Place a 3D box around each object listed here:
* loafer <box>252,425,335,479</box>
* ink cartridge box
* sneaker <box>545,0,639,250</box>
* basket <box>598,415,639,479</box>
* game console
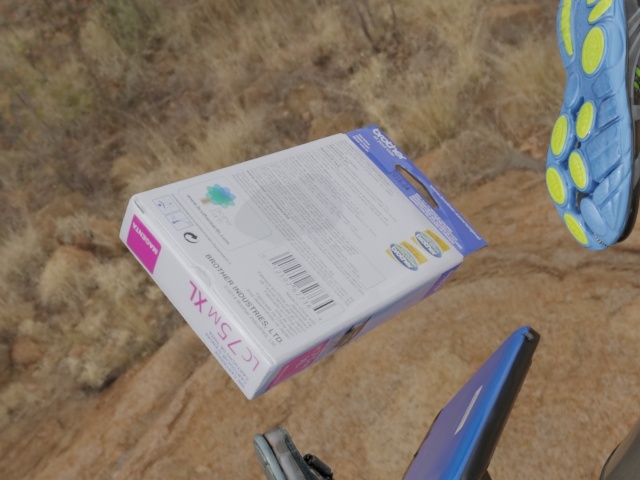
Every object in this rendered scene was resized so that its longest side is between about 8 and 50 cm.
[{"bbox_3d":[0.014,0.311,0.914,0.084,0.267,0.096,-28,13,-15],"label":"loafer"},{"bbox_3d":[0.000,0.000,0.747,0.311,0.065,0.186,-25,65,-42],"label":"ink cartridge box"},{"bbox_3d":[0.190,-0.085,0.519,0.067,0.078,0.188,-24,54,60],"label":"sneaker"},{"bbox_3d":[0.298,0.120,0.518,0.204,0.227,0.154,-4,49,4],"label":"basket"},{"bbox_3d":[0.158,0.266,0.776,0.173,0.250,0.293,38,34,7],"label":"game console"}]
